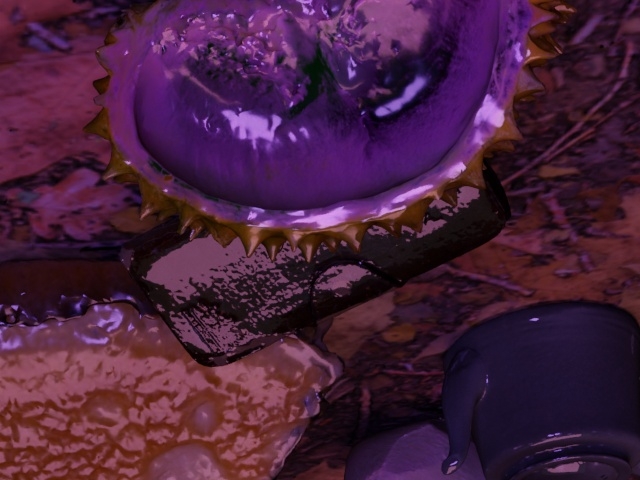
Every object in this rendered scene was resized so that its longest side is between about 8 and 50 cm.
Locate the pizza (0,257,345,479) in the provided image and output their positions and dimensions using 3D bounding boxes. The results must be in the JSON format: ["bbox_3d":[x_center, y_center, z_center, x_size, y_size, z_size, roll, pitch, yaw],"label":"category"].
[{"bbox_3d":[-0.173,0.134,1.110,0.392,0.080,0.435,-35,127,13],"label":"pizza"}]

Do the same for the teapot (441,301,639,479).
[{"bbox_3d":[0.197,0.151,1.233,0.239,0.149,0.162,9,145,-25],"label":"teapot"}]

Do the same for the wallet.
[{"bbox_3d":[0.000,0.000,0.983,0.232,0.031,0.122,-27,124,12],"label":"wallet"}]

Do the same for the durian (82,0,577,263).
[{"bbox_3d":[0.014,-0.070,0.816,0.260,0.186,0.154,-4,146,21],"label":"durian"}]

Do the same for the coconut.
[{"bbox_3d":[0.099,0.232,1.349,0.171,0.183,0.171,-39,157,-20],"label":"coconut"}]
